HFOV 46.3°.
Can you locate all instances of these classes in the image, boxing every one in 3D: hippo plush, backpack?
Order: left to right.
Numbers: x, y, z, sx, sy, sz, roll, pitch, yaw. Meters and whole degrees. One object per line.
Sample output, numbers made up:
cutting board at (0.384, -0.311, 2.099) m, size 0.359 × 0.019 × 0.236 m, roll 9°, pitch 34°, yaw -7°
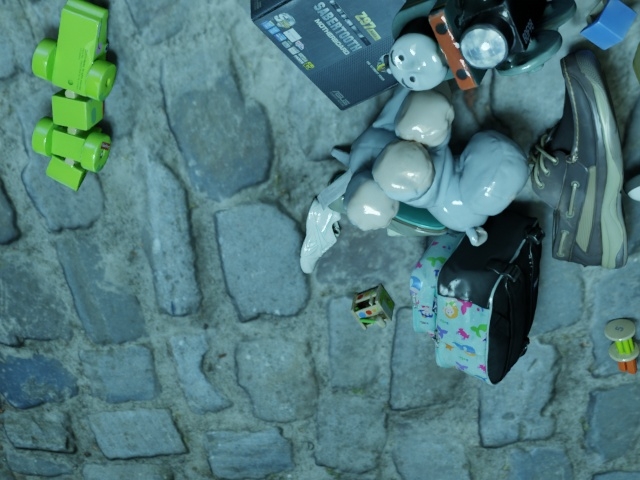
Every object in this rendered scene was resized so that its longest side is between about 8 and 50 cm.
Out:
hippo plush at (0.162, -0.075, 1.079) m, size 0.236 × 0.234 × 0.294 m, roll 28°, pitch 141°, yaw -16°
backpack at (0.257, 0.097, 1.208) m, size 0.191 × 0.225 × 0.254 m, roll 12°, pitch 135°, yaw 34°

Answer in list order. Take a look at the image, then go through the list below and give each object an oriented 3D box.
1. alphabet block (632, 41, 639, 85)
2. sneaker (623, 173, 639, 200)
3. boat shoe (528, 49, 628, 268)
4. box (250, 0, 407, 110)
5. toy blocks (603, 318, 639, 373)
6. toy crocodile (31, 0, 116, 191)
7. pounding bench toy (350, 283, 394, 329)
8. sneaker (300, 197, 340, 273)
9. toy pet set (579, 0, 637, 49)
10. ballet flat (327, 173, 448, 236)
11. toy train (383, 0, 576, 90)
alphabet block at (0.517, -0.245, 0.913) m, size 0.192 × 0.197 × 0.194 m, roll 14°, pitch 127°, yaw 5°
sneaker at (0.584, -0.048, 1.065) m, size 0.269 × 0.090 × 0.145 m, roll -10°, pitch 82°, yaw 17°
boat shoe at (0.371, -0.098, 1.095) m, size 0.130 × 0.132 × 0.356 m, roll -7°, pitch 121°, yaw 18°
box at (0.044, -0.291, 1.024) m, size 0.183 × 0.059 × 0.232 m, roll -22°, pitch 146°, yaw 25°
toy blocks at (0.571, 0.202, 1.305) m, size 0.123 × 0.054 × 0.148 m, roll -14°, pitch 121°, yaw 22°
toy crocodile at (-0.395, -0.227, 1.223) m, size 0.115 × 0.105 × 0.341 m, roll 17°, pitch 122°, yaw 2°
pounding bench toy at (0.090, 0.132, 1.357) m, size 0.065 × 0.083 × 0.052 m, roll -23°, pitch 117°, yaw 26°
sneaker at (0.000, 0.000, 1.305) m, size 0.061 × 0.054 × 0.152 m, roll 13°, pitch 126°, yaw 1°
toy pet set at (0.348, -0.303, 0.995) m, size 0.114 × 0.065 × 0.122 m, roll 32°, pitch 126°, yaw -9°
ballet flat at (0.107, -0.045, 1.228) m, size 0.213 × 0.072 × 0.068 m, roll 24°, pitch 134°, yaw 14°
toy train at (0.195, -0.290, 0.892) m, size 0.190 × 0.334 × 0.142 m, roll -11°, pitch 125°, yaw 38°
